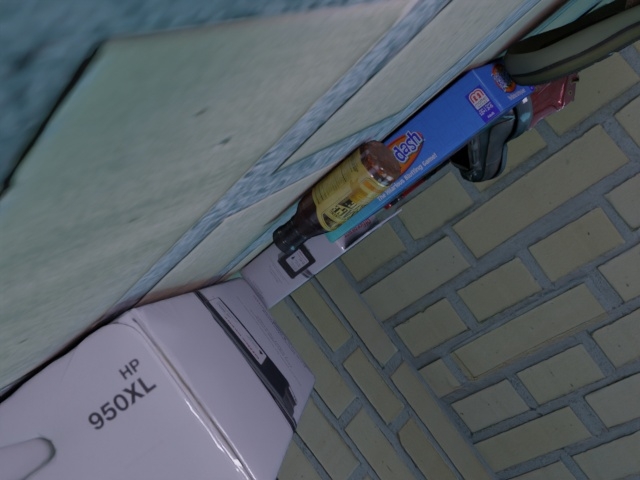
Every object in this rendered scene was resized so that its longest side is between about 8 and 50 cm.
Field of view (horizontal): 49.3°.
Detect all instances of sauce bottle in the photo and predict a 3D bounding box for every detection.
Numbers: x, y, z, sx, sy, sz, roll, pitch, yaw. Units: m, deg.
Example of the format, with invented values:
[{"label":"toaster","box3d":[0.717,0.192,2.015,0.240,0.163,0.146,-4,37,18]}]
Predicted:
[{"label":"sauce bottle","box3d":[0.010,-0.032,0.584,0.128,0.042,0.042,-40,177,34]}]

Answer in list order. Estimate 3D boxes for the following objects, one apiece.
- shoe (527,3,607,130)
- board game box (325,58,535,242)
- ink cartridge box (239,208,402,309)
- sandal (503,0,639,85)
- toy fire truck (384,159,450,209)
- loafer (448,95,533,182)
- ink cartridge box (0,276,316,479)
[{"label":"shoe","box3d":[0.324,-0.226,0.926,0.178,0.081,0.063,-38,178,16]},{"label":"board game box","box3d":[0.101,-0.091,0.691,0.210,0.047,0.160,-39,178,31]},{"label":"ink cartridge box","box3d":[0.000,0.000,0.829,0.180,0.060,0.104,-38,177,34]},{"label":"sandal","box3d":[0.281,-0.219,0.556,0.302,0.086,0.120,-21,-169,29]},{"label":"toy fire truck","box3d":[0.168,-0.122,1.096,0.192,0.047,0.135,-38,177,12]},{"label":"loafer","box3d":[0.196,-0.136,0.901,0.084,0.096,0.267,-19,167,-3]},{"label":"ink cartridge box","box3d":[-0.174,0.188,0.645,0.285,0.166,0.395,-38,177,4]}]
